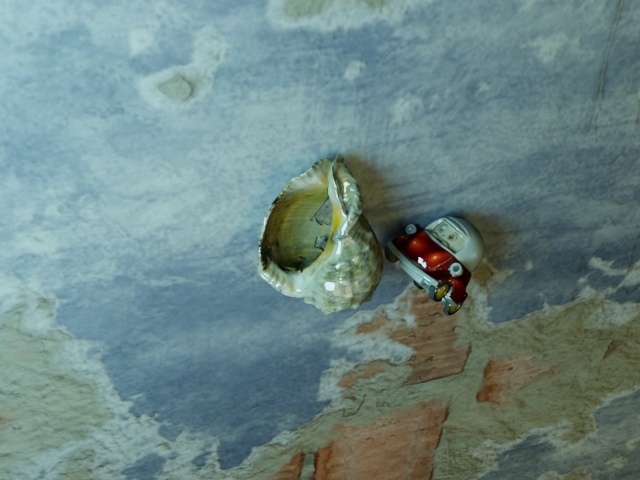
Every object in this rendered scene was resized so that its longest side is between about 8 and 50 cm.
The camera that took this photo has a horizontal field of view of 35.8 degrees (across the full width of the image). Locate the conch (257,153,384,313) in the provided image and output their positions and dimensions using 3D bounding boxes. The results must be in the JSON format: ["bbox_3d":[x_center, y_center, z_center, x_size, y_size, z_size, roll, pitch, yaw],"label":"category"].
[{"bbox_3d":[0.000,0.000,1.195,0.155,0.130,0.207,-15,122,-28],"label":"conch"}]

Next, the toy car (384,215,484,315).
[{"bbox_3d":[0.168,0.023,1.320,0.112,0.112,0.139,-48,144,0],"label":"toy car"}]
